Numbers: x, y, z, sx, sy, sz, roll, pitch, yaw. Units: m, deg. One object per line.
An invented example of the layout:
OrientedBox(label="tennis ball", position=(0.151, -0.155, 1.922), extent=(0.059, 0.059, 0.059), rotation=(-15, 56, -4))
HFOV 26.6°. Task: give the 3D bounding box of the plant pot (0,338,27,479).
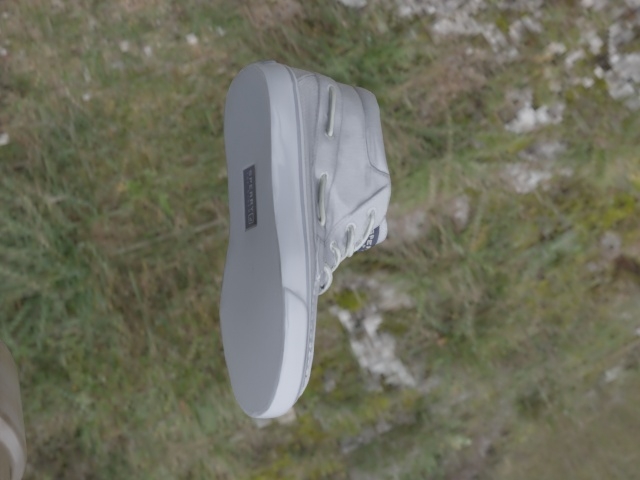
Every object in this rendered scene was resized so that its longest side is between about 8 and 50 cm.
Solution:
OrientedBox(label="plant pot", position=(-0.316, 0.223, 0.771), extent=(0.323, 0.280, 0.323), rotation=(-12, 150, -7))

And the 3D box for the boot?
OrientedBox(label="boot", position=(0.000, 0.000, 0.984), extent=(0.123, 0.258, 0.095), rotation=(7, 169, -33))
